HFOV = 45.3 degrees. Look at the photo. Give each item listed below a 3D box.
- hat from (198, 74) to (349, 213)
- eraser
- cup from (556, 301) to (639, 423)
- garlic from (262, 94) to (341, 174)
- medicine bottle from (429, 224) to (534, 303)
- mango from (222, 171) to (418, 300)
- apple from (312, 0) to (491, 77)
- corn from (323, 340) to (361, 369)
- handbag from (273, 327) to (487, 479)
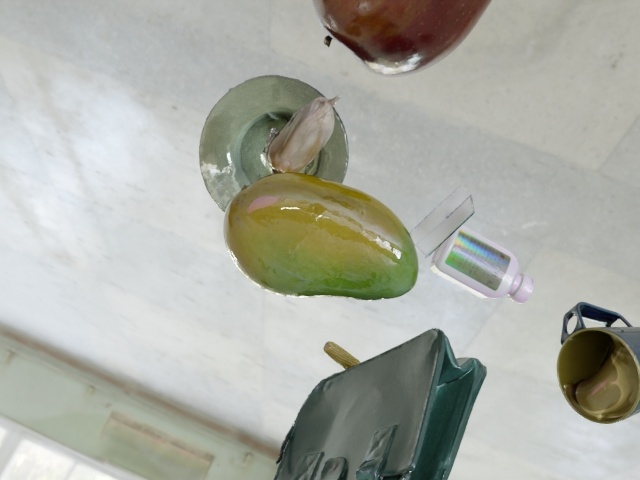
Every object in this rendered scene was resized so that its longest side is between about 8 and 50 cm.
[{"bbox_3d":[-0.064,-0.147,1.302,0.257,0.257,0.130,19,-169,12],"label":"hat"},{"bbox_3d":[0.174,-0.024,1.096,0.023,0.104,0.150,48,-175,14],"label":"eraser"},{"bbox_3d":[0.427,0.165,1.093,0.155,0.177,0.131,0,143,-36],"label":"cup"},{"bbox_3d":[-0.017,-0.145,1.064,0.066,0.152,0.084,30,-163,-34],"label":"garlic"},{"bbox_3d":[0.351,0.060,1.645,0.219,0.115,0.078,29,166,-7],"label":"medicine bottle"},{"bbox_3d":[0.000,0.000,0.954,0.250,0.157,0.114,11,-179,14],"label":"mango"},{"bbox_3d":[0.119,-0.399,1.091,0.288,0.288,0.317,37,113,-24],"label":"apple"},{"bbox_3d":[0.038,0.193,1.240,0.083,0.028,0.027,39,150,-23],"label":"corn"},{"bbox_3d":[0.067,0.267,1.078,0.089,0.239,0.326,42,137,-15],"label":"handbag"}]
